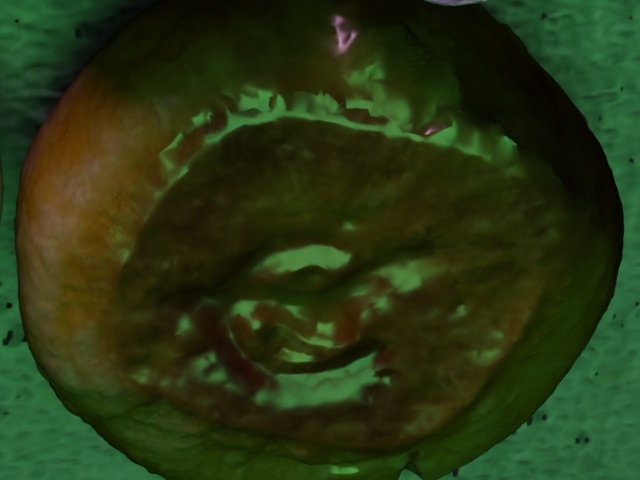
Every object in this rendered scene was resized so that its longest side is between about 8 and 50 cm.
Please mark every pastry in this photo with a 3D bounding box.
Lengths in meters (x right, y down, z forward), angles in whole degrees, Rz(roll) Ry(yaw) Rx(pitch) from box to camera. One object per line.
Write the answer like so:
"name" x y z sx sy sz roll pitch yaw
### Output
"pastry" 0.000 0.000 1.028 0.356 0.164 0.356 -5 130 -7

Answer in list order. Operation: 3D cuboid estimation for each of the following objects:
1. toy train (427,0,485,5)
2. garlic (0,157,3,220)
"toy train" 0.114 -0.236 0.833 0.307 0.249 0.173 -25 114 5
"garlic" -0.226 -0.021 0.979 0.128 0.115 0.206 29 93 -2
